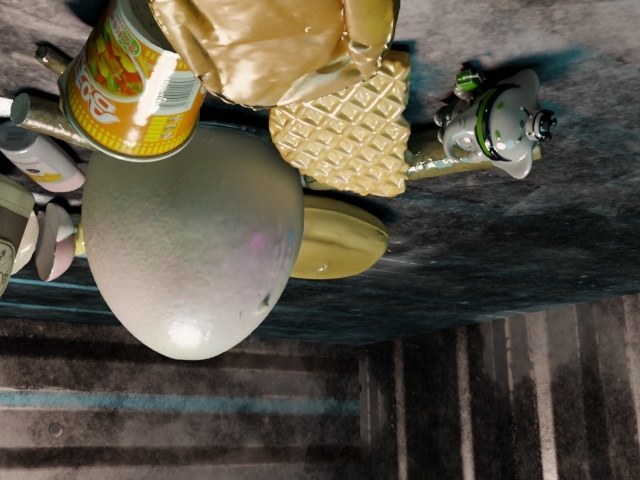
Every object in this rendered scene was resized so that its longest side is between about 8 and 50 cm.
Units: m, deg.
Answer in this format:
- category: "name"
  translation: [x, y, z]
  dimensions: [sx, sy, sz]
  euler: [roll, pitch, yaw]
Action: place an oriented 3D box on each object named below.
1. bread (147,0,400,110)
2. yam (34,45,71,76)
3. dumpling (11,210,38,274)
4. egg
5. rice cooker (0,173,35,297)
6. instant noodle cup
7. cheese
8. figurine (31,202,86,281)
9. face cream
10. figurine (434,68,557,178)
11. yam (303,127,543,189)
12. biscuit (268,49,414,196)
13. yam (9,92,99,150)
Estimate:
- category: "bread"
  translation: [-0.039, -0.244, 0.648]
  dimensions: [0.204, 0.156, 0.288]
  euler: [-14, 159, 15]
- category: "yam"
  translation: [-0.292, -0.199, 1.040]
  dimensions: [0.029, 0.027, 0.234]
  euler: [-37, 156, 11]
- category: "dumpling"
  translation: [-0.641, -0.034, 1.490]
  dimensions: [0.151, 0.124, 0.229]
  euler: [-43, 128, 8]
- category: "egg"
  translation: [-0.201, 0.019, 1.237]
  dimensions: [0.355, 0.339, 0.354]
  euler: [0, 169, 0]
- category: "rice cooker"
  translation: [-0.613, -0.017, 1.228]
  dimensions: [0.289, 0.276, 0.288]
  euler: [16, 169, 3]
- category: "instant noodle cup"
  translation: [-0.181, -0.197, 0.834]
  dimensions: [0.169, 0.168, 0.185]
  euler: [7, 155, -26]
- category: "cheese"
  translation: [0.000, 0.000, 1.600]
  dimensions: [0.316, 0.128, 0.260]
  euler: [7, 161, -32]
- category: "figurine"
  translation: [-0.393, 0.027, 1.572]
  dimensions: [0.316, 0.206, 0.284]
  euler: [4, 176, -35]
- category: "face cream"
  translation: [-0.444, -0.128, 1.233]
  dimensions: [0.084, 0.057, 0.198]
  euler: [0, 164, 3]
- category: "figurine"
  translation: [0.231, -0.156, 1.039]
  dimensions: [0.126, 0.147, 0.192]
  euler: [-13, -167, -34]
- category: "yam"
  translation: [0.152, -0.131, 1.208]
  dimensions: [0.372, 0.083, 0.083]
  euler: [-5, 164, 21]
- category: "biscuit"
  translation: [0.029, -0.150, 1.082]
  dimensions: [0.205, 0.040, 0.309]
  euler: [5, 151, 7]
- category: "yam"
  translation: [-0.367, -0.168, 1.103]
  dimensions: [0.054, 0.054, 0.132]
  euler: [-15, 158, 43]
